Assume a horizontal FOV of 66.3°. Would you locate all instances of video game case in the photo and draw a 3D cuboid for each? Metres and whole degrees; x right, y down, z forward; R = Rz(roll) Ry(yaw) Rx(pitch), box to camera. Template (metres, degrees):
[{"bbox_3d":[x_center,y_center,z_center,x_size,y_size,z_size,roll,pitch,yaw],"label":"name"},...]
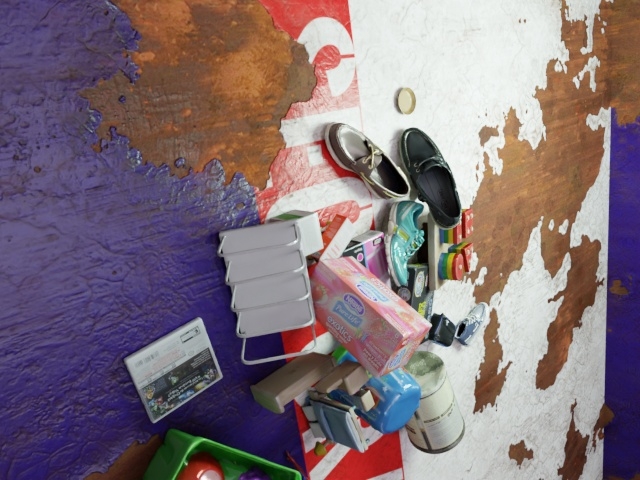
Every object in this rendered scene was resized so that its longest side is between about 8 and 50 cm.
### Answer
[{"bbox_3d":[-0.335,0.298,1.136,0.190,0.022,0.173,-29,115,-34],"label":"video game case"}]

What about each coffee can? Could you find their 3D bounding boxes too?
[{"bbox_3d":[0.353,0.540,1.639,0.201,0.201,0.276,-38,120,-29],"label":"coffee can"}]

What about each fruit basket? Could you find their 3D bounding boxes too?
[{"bbox_3d":[-0.201,0.621,1.080,0.392,0.391,0.283,39,72,-37],"label":"fruit basket"}]

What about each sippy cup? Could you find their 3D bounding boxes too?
[{"bbox_3d":[0.159,0.418,1.404,0.240,0.224,0.305,-54,138,-1],"label":"sippy cup"}]

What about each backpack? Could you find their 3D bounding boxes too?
[{"bbox_3d":[0.421,0.318,1.736,0.114,0.084,0.105,34,74,-35],"label":"backpack"}]

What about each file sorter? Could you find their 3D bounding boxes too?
[{"bbox_3d":[-0.119,0.116,1.137,0.192,0.173,0.278,-10,106,-3],"label":"file sorter"}]

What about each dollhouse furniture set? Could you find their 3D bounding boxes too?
[{"bbox_3d":[0.003,0.481,1.278,0.198,0.286,0.304,-28,103,-33],"label":"dollhouse furniture set"}]

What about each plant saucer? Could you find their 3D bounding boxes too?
[{"bbox_3d":[0.266,-0.433,1.523,0.083,0.015,0.084,-7,101,-39],"label":"plant saucer"}]

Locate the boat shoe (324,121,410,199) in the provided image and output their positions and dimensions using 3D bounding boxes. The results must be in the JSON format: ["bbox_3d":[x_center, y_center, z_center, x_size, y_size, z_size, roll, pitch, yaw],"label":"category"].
[{"bbox_3d":[0.140,-0.224,1.398,0.324,0.096,0.117,41,72,-37],"label":"boat shoe"}]

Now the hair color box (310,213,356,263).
[{"bbox_3d":[0.035,0.006,1.345,0.141,0.043,0.072,-56,139,-15],"label":"hair color box"}]

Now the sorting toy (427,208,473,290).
[{"bbox_3d":[0.447,0.016,1.649,0.257,0.089,0.256,-21,110,-57],"label":"sorting toy"}]

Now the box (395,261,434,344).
[{"bbox_3d":[0.307,0.211,1.597,0.216,0.060,0.271,-1,98,-59],"label":"box"}]

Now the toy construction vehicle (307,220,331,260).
[{"bbox_3d":[0.000,0.000,1.358,0.098,0.035,0.086,-30,116,-33],"label":"toy construction vehicle"}]

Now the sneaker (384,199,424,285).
[{"bbox_3d":[0.256,0.001,1.475,0.107,0.109,0.276,44,50,-60],"label":"sneaker"}]

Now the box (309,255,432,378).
[{"bbox_3d":[0.107,0.185,1.256,0.154,0.300,0.142,-3,127,-51],"label":"box"}]

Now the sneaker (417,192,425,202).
[{"bbox_3d":[0.323,-0.217,1.587,0.078,0.067,0.188,-9,106,-17],"label":"sneaker"}]

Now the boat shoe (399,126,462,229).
[{"bbox_3d":[0.337,-0.197,1.482,0.127,0.113,0.341,-18,86,2],"label":"boat shoe"}]

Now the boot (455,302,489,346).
[{"bbox_3d":[0.582,0.312,1.879,0.086,0.069,0.190,40,73,-40],"label":"boot"}]

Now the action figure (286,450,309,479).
[{"bbox_3d":[-0.063,0.658,1.300,0.091,0.280,0.139,-41,89,-20],"label":"action figure"}]

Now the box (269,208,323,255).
[{"bbox_3d":[-0.061,-0.018,1.260,0.087,0.101,0.102,-22,111,-36],"label":"box"}]

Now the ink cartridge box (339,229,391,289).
[{"bbox_3d":[0.136,0.170,1.488,0.175,0.069,0.372,-24,114,-35],"label":"ink cartridge box"}]
